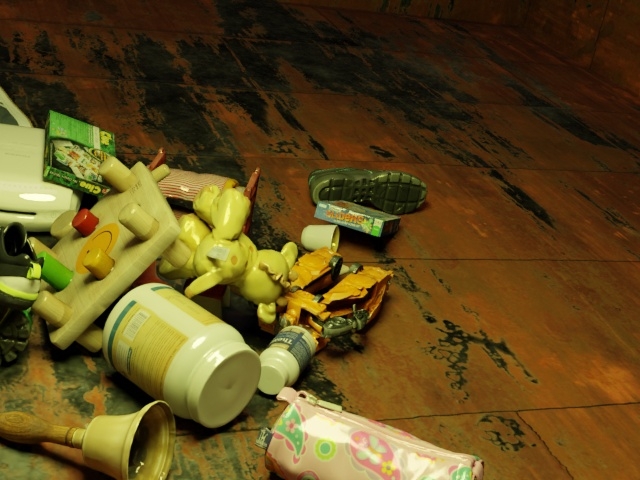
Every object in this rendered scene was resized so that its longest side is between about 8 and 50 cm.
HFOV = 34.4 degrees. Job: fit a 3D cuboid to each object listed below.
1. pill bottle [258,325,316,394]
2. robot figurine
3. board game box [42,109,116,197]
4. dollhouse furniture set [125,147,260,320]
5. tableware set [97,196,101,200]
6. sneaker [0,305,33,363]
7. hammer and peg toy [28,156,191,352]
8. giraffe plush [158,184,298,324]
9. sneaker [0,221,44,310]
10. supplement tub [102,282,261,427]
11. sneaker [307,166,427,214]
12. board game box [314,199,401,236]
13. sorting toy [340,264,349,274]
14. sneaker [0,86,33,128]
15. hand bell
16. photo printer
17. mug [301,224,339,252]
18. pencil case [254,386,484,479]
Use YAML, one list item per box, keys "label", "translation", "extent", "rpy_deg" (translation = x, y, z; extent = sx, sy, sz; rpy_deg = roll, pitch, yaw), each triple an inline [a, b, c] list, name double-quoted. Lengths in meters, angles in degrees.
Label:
- label: "pill bottle"
  translation: [-0.056, 0.183, 1.563]
  extent: [0.067, 0.067, 0.120]
  rpy_deg: [17, 26, 13]
- label: "robot figurine"
  translation: [0.003, 0.098, 1.745]
  extent: [0.211, 0.085, 0.291]
  rpy_deg: [21, 26, 20]
- label: "board game box"
  translation: [-0.449, -0.162, 1.936]
  extent: [0.136, 0.030, 0.260]
  rpy_deg: [18, 24, -21]
- label: "dollhouse furniture set"
  translation: [-0.232, -0.014, 1.800]
  extent: [0.201, 0.152, 0.374]
  rpy_deg: [11, 25, -1]
- label: "tableware set"
  translation: [-0.393, -0.113, 2.097]
  extent: [0.154, 0.024, 0.104]
  rpy_deg: [-4, 29, -29]
- label: "sneaker"
  translation: [-0.588, 0.089, 1.497]
  extent: [0.343, 0.134, 0.146]
  rpy_deg: [16, 17, -12]
- label: "hammer and peg toy"
  translation: [-0.348, -0.013, 1.626]
  extent: [0.127, 0.266, 0.361]
  rpy_deg: [43, 6, -33]
- label: "giraffe plush"
  translation: [-0.122, 0.032, 1.599]
  extent: [0.170, 0.181, 0.210]
  rpy_deg: [31, 6, -33]
- label: "sneaker"
  translation: [-0.451, 0.013, 1.493]
  extent: [0.084, 0.097, 0.234]
  rpy_deg: [16, 16, -45]
- label: "supplement tub"
  translation: [-0.195, 0.162, 1.457]
  extent: [0.199, 0.144, 0.144]
  rpy_deg: [29, 30, 33]
- label: "sneaker"
  translation: [0.100, -0.122, 2.233]
  extent: [0.267, 0.101, 0.106]
  rpy_deg: [4, 24, -17]
- label: "board game box"
  translation: [0.077, -0.046, 2.065]
  extent: [0.136, 0.035, 0.201]
  rpy_deg: [17, 7, 12]
- label: "sorting toy"
  translation: [0.007, 0.050, 1.932]
  extent: [0.062, 0.012, 0.083]
  rpy_deg: [28, 29, 31]
- label: "sneaker"
  translation: [-0.733, -0.263, 2.181]
  extent: [0.153, 0.099, 0.282]
  rpy_deg: [-10, 35, -41]
- label: "hand bell"
  translation: [-0.319, 0.246, 1.308]
  extent: [0.242, 0.126, 0.126]
  rpy_deg: [7, 23, 18]
- label: "photo printer"
  translation: [-0.568, -0.116, 1.930]
  extent: [0.256, 0.107, 0.307]
  rpy_deg: [8, 25, -8]
- label: "mug"
  translation: [-0.001, 0.002, 1.996]
  extent: [0.064, 0.078, 0.062]
  rpy_deg: [8, 56, 14]
- label: "pencil case"
  translation: [0.065, 0.287, 1.335]
  extent: [0.284, 0.124, 0.124]
  rpy_deg: [19, 26, 15]
